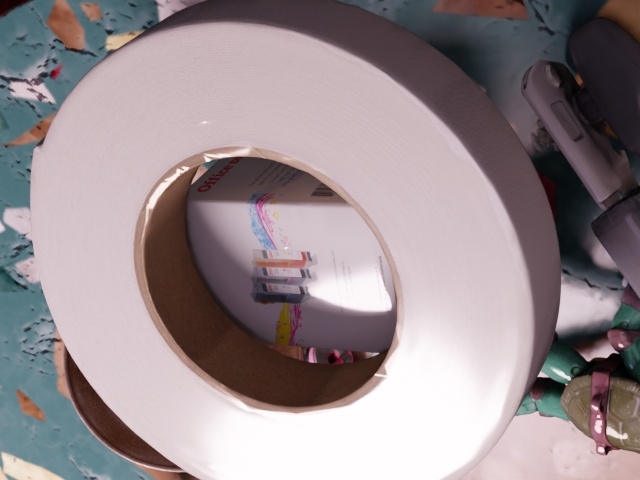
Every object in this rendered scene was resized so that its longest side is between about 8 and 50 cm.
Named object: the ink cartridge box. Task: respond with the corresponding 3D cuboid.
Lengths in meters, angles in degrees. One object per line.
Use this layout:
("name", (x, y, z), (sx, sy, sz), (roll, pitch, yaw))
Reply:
("ink cartridge box", (0.000, 0.000, 1.233), (0.176, 0.128, 0.127), (4, 118, 25))

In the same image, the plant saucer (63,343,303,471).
("plant saucer", (-0.114, 0.098, 1.334), (0.199, 0.198, 0.036), (30, 162, 8))

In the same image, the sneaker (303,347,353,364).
("sneaker", (0.015, 0.132, 1.358), (0.057, 0.047, 0.119), (-8, 114, 53))

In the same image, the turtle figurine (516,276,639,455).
("turtle figurine", (0.227, 0.104, 1.194), (0.234, 0.118, 0.175), (10, 121, 28))

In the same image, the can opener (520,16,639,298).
("can opener", (0.234, -0.019, 1.112), (0.093, 0.074, 0.280), (-32, 88, 37))

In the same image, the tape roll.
("tape roll", (-0.026, 0.016, 1.131), (0.392, 0.072, 0.392), (11, 120, 20))
